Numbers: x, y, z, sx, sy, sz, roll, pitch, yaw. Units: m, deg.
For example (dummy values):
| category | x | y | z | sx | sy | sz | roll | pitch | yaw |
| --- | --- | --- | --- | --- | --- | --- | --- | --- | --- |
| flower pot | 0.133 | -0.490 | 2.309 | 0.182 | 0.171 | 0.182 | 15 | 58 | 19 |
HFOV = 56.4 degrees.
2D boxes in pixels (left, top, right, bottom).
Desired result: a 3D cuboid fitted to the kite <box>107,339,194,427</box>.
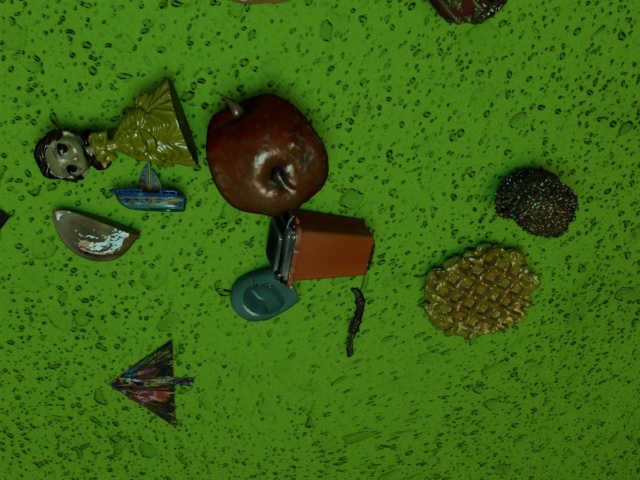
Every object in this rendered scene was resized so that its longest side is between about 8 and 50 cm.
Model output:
| category | x | y | z | sx | sy | sz | roll | pitch | yaw |
| --- | --- | --- | --- | --- | --- | --- | --- | --- | --- |
| kite | -0.469 | 0.405 | 1.656 | 0.234 | 0.016 | 0.321 | 0 | 118 | -10 |

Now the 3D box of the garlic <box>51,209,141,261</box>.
| category | x | y | z | sx | sy | sz | roll | pitch | yaw |
| --- | --- | --- | --- | --- | --- | --- | --- | --- | --- |
| garlic | -0.529 | -0.006 | 1.389 | 0.196 | 0.087 | 0.101 | 19 | 100 | -14 |

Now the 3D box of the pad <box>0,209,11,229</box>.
| category | x | y | z | sx | sy | sz | roll | pitch | yaw |
| --- | --- | --- | --- | --- | --- | --- | --- | --- | --- |
| pad | -0.816 | -0.023 | 1.375 | 0.116 | 0.004 | 0.193 | 37 | 107 | -24 |

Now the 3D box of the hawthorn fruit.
| category | x | y | z | sx | sy | sz | roll | pitch | yaw |
| --- | --- | --- | --- | --- | --- | --- | --- | --- | --- |
| hawthorn fruit | -0.114 | -0.181 | 1.273 | 0.258 | 0.258 | 0.261 | -22 | 91 | 3 |

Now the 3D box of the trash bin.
| category | x | y | z | sx | sy | sz | roll | pitch | yaw |
| --- | --- | --- | --- | --- | --- | --- | --- | --- | --- |
| trash bin | 0.000 | 0.000 | 1.439 | 0.239 | 0.161 | 0.184 | 1 | 119 | -18 |

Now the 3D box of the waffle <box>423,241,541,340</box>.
| category | x | y | z | sx | sy | sz | roll | pitch | yaw |
| --- | --- | --- | --- | --- | --- | --- | --- | --- | --- |
| waffle | 0.437 | 0.139 | 1.627 | 0.325 | 0.068 | 0.302 | -18 | 120 | -1 |

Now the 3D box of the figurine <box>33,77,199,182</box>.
| category | x | y | z | sx | sy | sz | roll | pitch | yaw |
| --- | --- | --- | --- | --- | --- | --- | --- | --- | --- |
| figurine | -0.435 | -0.201 | 1.244 | 0.315 | 0.168 | 0.187 | -16 | 146 | -2 |

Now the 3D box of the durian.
| category | x | y | z | sx | sy | sz | roll | pitch | yaw |
| --- | --- | --- | --- | --- | --- | --- | --- | --- | --- |
| durian | 0.511 | -0.086 | 1.443 | 0.196 | 0.196 | 0.166 | -10 | 112 | -3 |

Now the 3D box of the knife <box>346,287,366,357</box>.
| category | x | y | z | sx | sy | sz | roll | pitch | yaw |
| --- | --- | --- | --- | --- | --- | --- | --- | --- | --- |
| knife | 0.097 | 0.227 | 1.645 | 0.046 | 0.021 | 0.222 | -1 | 114 | -9 |

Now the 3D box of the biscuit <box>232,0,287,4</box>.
| category | x | y | z | sx | sy | sz | roll | pitch | yaw |
| --- | --- | --- | --- | --- | --- | --- | --- | --- | --- |
| biscuit | -0.093 | -0.642 | 1.122 | 0.385 | 0.062 | 0.365 | -27 | 118 | 6 |

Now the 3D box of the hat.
| category | x | y | z | sx | sy | sz | roll | pitch | yaw |
| --- | --- | --- | --- | --- | --- | --- | --- | --- | --- |
| hat | -0.137 | 0.134 | 1.531 | 0.191 | 0.078 | 0.138 | -22 | 113 | 25 |

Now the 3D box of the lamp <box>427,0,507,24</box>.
| category | x | y | z | sx | sy | sz | roll | pitch | yaw |
| --- | --- | --- | --- | --- | --- | --- | --- | --- | --- |
| lamp | 0.256 | -0.553 | 1.168 | 0.274 | 0.177 | 0.177 | 39 | 106 | -25 |

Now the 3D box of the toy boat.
| category | x | y | z | sx | sy | sz | roll | pitch | yaw |
| --- | --- | --- | --- | --- | --- | --- | --- | --- | --- |
| toy boat | -0.391 | -0.121 | 1.358 | 0.175 | 0.091 | 0.110 | 2 | 84 | -6 |
